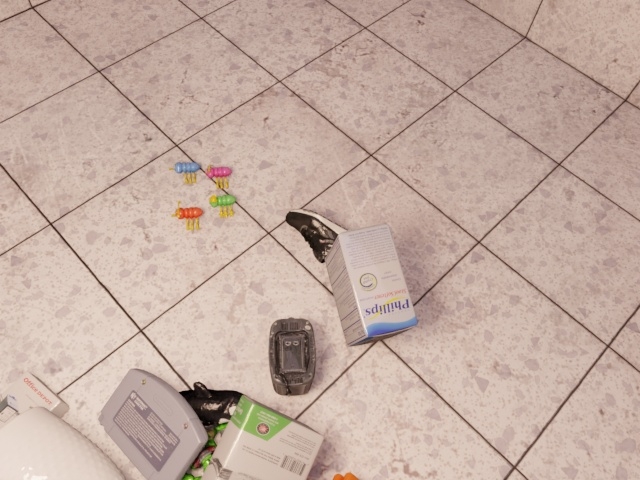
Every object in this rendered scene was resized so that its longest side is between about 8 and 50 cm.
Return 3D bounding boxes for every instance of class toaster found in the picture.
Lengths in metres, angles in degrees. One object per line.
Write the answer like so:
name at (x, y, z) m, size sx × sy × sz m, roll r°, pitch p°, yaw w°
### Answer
toaster at (-0.078, 0.335, 1.509) m, size 0.129 × 0.146 × 0.227 m, roll -2°, pitch 59°, yaw -4°

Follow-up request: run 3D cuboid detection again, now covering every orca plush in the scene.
orca plush at (-0.321, 0.406, 1.450) m, size 0.287 × 0.102 × 0.151 m, roll 7°, pitch 23°, yaw 26°

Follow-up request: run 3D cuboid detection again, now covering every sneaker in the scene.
sneaker at (0.000, 0.000, 1.743) m, size 0.283 × 0.107 × 0.124 m, roll 25°, pitch 67°, yaw 11°

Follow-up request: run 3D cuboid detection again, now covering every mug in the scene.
mug at (-0.631, 0.631, 1.250) m, size 0.328 × 0.276 × 0.374 m, roll 32°, pitch 92°, yaw 6°

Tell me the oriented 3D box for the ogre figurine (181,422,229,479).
ogre figurine at (-0.288, 0.563, 1.390) m, size 0.197 × 0.097 × 0.118 m, roll -30°, pitch 54°, yaw -32°

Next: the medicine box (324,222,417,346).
medicine box at (0.131, 0.135, 1.541) m, size 0.149 × 0.263 × 0.290 m, roll -12°, pitch 76°, yaw -12°

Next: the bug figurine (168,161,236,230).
bug figurine at (-0.397, -0.175, 1.834) m, size 0.216 × 0.072 × 0.279 m, roll -7°, pitch 60°, yaw -8°

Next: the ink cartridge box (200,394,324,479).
ink cartridge box at (-0.154, 0.554, 1.307) m, size 0.211 × 0.121 × 0.289 m, roll 32°, pitch 75°, yaw -18°

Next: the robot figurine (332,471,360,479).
robot figurine at (0.037, 0.677, 1.313) m, size 0.158 × 0.128 × 0.219 m, roll 8°, pitch 42°, yaw 22°

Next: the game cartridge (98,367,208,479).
game cartridge at (-0.425, 0.472, 1.393) m, size 0.294 × 0.060 × 0.196 m, roll 35°, pitch 94°, yaw 26°

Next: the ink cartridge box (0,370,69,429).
ink cartridge box at (-0.784, 0.462, 1.423) m, size 0.139 × 0.082 × 0.191 m, roll 33°, pitch 64°, yaw 15°
